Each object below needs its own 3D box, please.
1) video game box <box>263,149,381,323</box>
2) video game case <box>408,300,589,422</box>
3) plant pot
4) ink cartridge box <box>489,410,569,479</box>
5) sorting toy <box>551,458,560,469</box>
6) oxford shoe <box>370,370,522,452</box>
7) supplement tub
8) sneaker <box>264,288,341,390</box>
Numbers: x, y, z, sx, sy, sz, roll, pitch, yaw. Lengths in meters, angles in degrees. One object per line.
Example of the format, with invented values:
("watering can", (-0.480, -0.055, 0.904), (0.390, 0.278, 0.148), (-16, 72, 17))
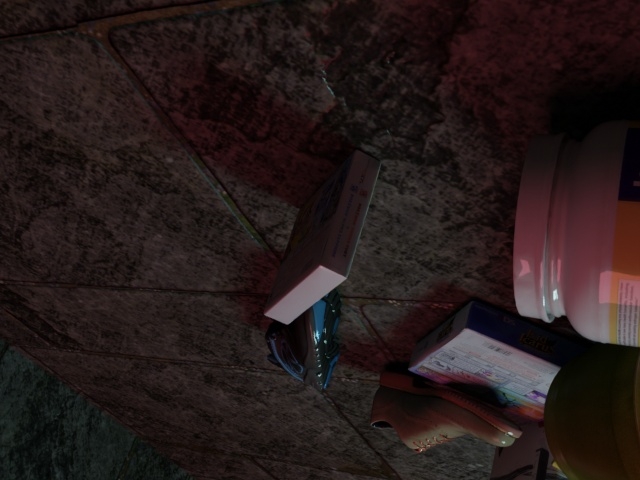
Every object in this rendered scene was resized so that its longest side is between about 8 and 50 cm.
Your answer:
("video game box", (0.000, 0.000, 1.115), (0.048, 0.187, 0.205), (24, 151, -14))
("video game case", (0.323, 0.216, 1.407), (0.269, 0.061, 0.244), (23, 150, -6))
("plant pot", (0.494, 0.248, 1.118), (0.366, 0.366, 0.353), (24, 161, -7))
("ink cartridge box", (0.419, 0.447, 1.519), (0.114, 0.273, 0.197), (28, 149, -15))
("sorting toy", (0.531, 0.340, 1.377), (0.274, 0.046, 0.132), (-36, 99, 9))
("oxford shoe", (0.227, 0.345, 1.523), (0.123, 0.130, 0.348), (29, 167, -31))
("supplement tub", (0.383, -0.003, 0.833), (0.331, 0.241, 0.241), (5, 147, 23))
("sneaker", (-0.042, 0.177, 1.496), (0.140, 0.125, 0.341), (19, 148, 10))
